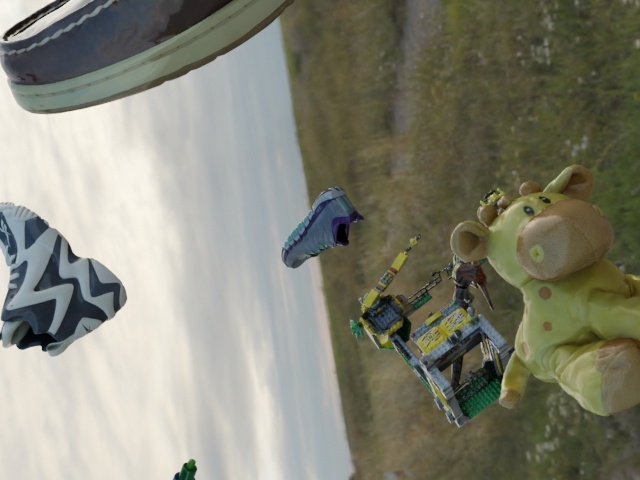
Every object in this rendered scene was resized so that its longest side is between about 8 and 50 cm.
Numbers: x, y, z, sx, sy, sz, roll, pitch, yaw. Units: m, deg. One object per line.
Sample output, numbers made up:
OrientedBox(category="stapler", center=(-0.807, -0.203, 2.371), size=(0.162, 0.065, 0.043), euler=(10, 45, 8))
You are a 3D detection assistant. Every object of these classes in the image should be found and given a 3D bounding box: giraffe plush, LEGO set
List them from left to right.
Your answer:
OrientedBox(category="LEGO set", center=(0.201, 0.069, 1.088), size=(0.255, 0.331, 0.192), euler=(61, 180, 32))
OrientedBox(category="giraffe plush", center=(0.212, 0.030, 0.708), size=(0.210, 0.181, 0.170), euler=(-18, 98, 54))

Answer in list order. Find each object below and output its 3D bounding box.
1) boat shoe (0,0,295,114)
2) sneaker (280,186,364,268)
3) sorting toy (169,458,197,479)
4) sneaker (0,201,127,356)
OrientedBox(category="boat shoe", center=(-0.043, -0.195, 0.460), size=(0.123, 0.342, 0.123), euler=(58, -174, -31))
OrientedBox(category="sneaker", center=(0.000, 0.000, 1.677), size=(0.098, 0.083, 0.223), euler=(51, 131, 21))
OrientedBox(category="sorting toy", center=(-0.337, 0.440, 1.419), size=(0.365, 0.127, 0.126), euler=(-4, -59, -53))
OrientedBox(category="sneaker", center=(-0.377, 0.059, 1.062), size=(0.153, 0.235, 0.094), euler=(-49, -12, -28))
